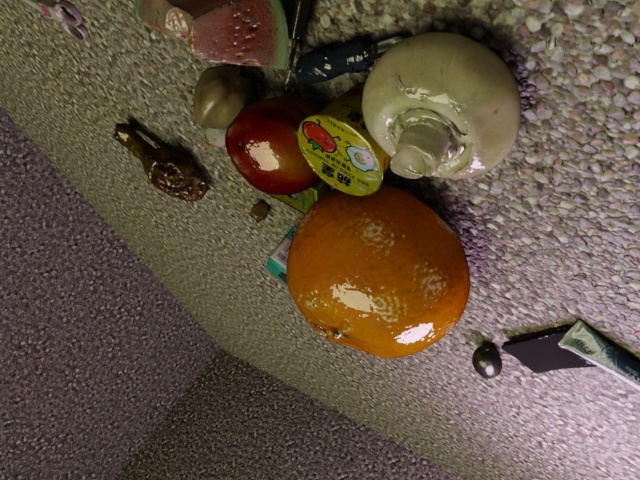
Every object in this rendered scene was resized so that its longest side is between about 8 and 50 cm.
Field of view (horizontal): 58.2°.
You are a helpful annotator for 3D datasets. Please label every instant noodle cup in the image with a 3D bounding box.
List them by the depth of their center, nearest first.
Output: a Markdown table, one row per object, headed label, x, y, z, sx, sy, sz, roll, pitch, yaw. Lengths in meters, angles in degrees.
| label | x | y | z | sx | sy | sz | roll | pitch | yaw |
| --- | --- | --- | --- | --- | --- | --- | --- | --- | --- |
| instant noodle cup | 0.072 | -0.196 | 1.063 | 0.182 | 0.144 | 0.182 | 30 | 152 | 18 |

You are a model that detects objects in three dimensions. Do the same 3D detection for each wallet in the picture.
| label | x | y | z | sx | sy | sz | roll | pitch | yaw |
| --- | --- | --- | --- | --- | --- | --- | --- | --- | --- |
| wallet | 0.545 | 0.263 | 1.355 | 0.124 | 0.025 | 0.244 | 39 | 153 | -4 |

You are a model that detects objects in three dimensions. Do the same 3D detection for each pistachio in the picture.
| label | x | y | z | sx | sy | sz | roll | pitch | yaw |
| --- | --- | --- | --- | --- | --- | --- | --- | --- | --- |
| pistachio | -0.215 | -0.313 | 1.280 | 0.137 | 0.153 | 0.238 | 54 | -176 | -10 |

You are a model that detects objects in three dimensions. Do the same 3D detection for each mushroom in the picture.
| label | x | y | z | sx | sy | sz | roll | pitch | yaw |
| --- | --- | --- | --- | --- | --- | --- | --- | --- | --- |
| mushroom | 0.176 | -0.185 | 0.875 | 0.246 | 0.202 | 0.246 | 20 | 153 | 11 |

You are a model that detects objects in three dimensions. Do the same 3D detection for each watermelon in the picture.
| label | x | y | z | sx | sy | sz | roll | pitch | yaw |
| --- | --- | --- | --- | --- | --- | --- | --- | --- | --- |
| watermelon | -0.201 | -0.408 | 1.014 | 0.319 | 0.226 | 0.148 | 22 | 126 | 10 |
| watermelon | 0.448 | 0.325 | 1.545 | 0.078 | 0.078 | 0.110 | 18 | 149 | 39 |

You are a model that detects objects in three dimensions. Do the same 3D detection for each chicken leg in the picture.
| label | x | y | z | sx | sy | sz | roll | pitch | yaw |
| --- | --- | --- | --- | --- | --- | --- | --- | --- | --- |
| chicken leg | -0.518 | -0.250 | 1.818 | 0.361 | 0.140 | 0.211 | 37 | 165 | -5 |

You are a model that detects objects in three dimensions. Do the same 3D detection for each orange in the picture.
| label | x | y | z | sx | sy | sz | roll | pitch | yaw |
| --- | --- | --- | --- | --- | --- | --- | --- | --- | --- |
| orange | 0.116 | 0.077 | 1.265 | 0.424 | 0.326 | 0.424 | 33 | 157 | 16 |

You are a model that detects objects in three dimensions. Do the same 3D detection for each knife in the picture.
| label | x | y | z | sx | sy | sz | roll | pitch | yaw |
| --- | --- | --- | --- | --- | --- | --- | --- | --- | --- |
| knife | -0.047 | -0.358 | 1.046 | 0.028 | 0.060 | 0.230 | 9 | 141 | -9 |

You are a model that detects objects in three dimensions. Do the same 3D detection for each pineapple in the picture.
| label | x | y | z | sx | sy | sz | roll | pitch | yaw |
| --- | --- | --- | --- | --- | --- | --- | --- | --- | --- |
| pineapple | -0.188 | -0.082 | 1.771 | 0.058 | 0.058 | 0.124 | 40 | 170 | -2 |

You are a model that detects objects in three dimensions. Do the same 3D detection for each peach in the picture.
| label | x | y | z | sx | sy | sz | roll | pitch | yaw |
| --- | --- | --- | --- | --- | --- | --- | --- | --- | --- |
| peach | -0.089 | -0.195 | 1.195 | 0.244 | 0.199 | 0.243 | -1 | 174 | 0 |

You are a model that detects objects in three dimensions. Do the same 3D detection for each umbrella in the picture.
| label | x | y | z | sx | sy | sz | roll | pitch | yaw |
| --- | --- | --- | --- | --- | --- | --- | --- | --- | --- |
| umbrella | 0.050 | -0.320 | 0.988 | 0.248 | 0.071 | 0.071 | -1 | 135 | 50 |

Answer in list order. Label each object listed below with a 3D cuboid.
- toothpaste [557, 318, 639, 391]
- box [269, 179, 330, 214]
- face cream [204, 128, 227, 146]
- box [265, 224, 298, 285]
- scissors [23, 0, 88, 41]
| label | x | y | z | sx | sy | sz | roll | pitch | yaw |
| --- | --- | --- | --- | --- | --- | --- | --- | --- | --- |
| toothpaste | 0.636 | 0.266 | 1.205 | 0.268 | 0.047 | 0.069 | 34 | 149 | 11 |
| box | -0.077 | -0.148 | 1.466 | 0.220 | 0.064 | 0.141 | 28 | 154 | 19 |
| face cream | -0.249 | -0.283 | 1.483 | 0.072 | 0.051 | 0.182 | 43 | 157 | -19 |
| box | -0.050 | 0.085 | 1.708 | 0.205 | 0.118 | 0.311 | 41 | 168 | 0 |
| scissors | -0.746 | -0.638 | 1.582 | 0.242 | 0.030 | 0.118 | 31 | 154 | 11 |
